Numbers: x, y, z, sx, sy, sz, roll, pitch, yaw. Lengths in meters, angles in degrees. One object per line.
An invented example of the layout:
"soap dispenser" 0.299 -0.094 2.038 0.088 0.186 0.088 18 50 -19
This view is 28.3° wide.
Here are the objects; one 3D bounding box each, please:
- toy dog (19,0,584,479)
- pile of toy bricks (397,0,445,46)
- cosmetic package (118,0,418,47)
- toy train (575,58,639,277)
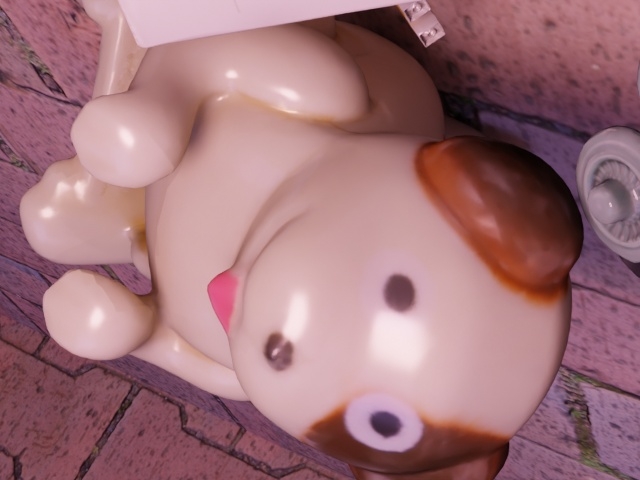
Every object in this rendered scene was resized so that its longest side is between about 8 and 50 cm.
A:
"toy dog" 0.000 0.000 0.849 0.395 0.285 0.408 15 -160 -29
"pile of toy bricks" 0.045 -0.220 0.733 0.105 0.118 0.212 60 -172 29
"cosmetic package" 0.099 -0.188 0.348 0.365 0.155 0.197 -9 153 3
"toy train" 0.253 -0.044 0.612 0.190 0.142 0.334 57 152 22
